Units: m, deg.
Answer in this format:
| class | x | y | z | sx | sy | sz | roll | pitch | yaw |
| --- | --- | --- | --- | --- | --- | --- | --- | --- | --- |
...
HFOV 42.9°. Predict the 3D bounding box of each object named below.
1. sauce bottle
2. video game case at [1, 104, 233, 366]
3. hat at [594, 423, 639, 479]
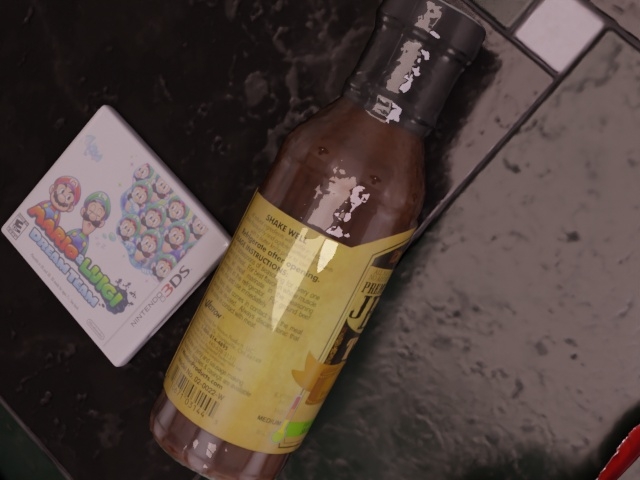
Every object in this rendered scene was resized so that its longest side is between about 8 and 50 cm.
| class | x | y | z | sx | sy | sz | roll | pitch | yaw |
| --- | --- | --- | --- | --- | --- | --- | --- | --- | --- |
| sauce bottle | 0.000 | 0.000 | 0.551 | 0.111 | 0.111 | 0.345 | 31 | 102 | 14 |
| video game case | -0.165 | -0.004 | 0.653 | 0.157 | 0.019 | 0.143 | 47 | 104 | 11 |
| hat | 0.194 | 0.212 | 0.543 | 0.173 | 0.183 | 0.208 | 53 | 147 | 16 |
